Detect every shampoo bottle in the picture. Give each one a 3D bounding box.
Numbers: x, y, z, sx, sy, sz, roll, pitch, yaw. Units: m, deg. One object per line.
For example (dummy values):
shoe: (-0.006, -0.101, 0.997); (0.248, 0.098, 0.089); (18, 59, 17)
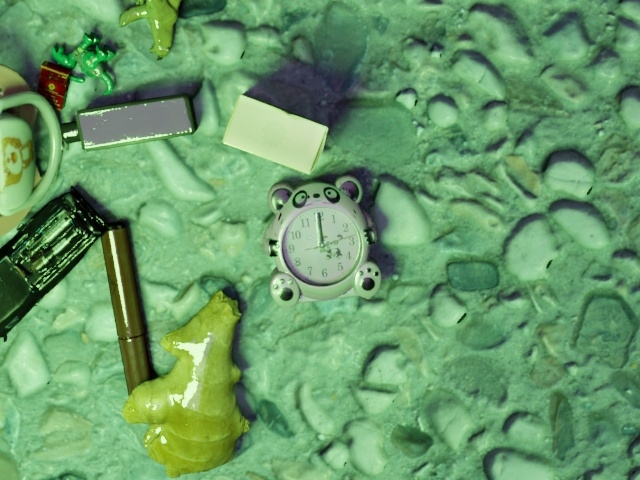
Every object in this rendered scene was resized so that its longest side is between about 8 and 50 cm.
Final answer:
shampoo bottle: (-0.360, -0.221, 1.485); (0.246, 0.080, 0.079); (-9, 101, -2)

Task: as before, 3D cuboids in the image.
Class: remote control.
remote control: (-0.583, 0.072, 1.519); (0.399, 0.062, 0.144); (-43, 85, 8)

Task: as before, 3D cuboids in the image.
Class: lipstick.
lipstick: (-0.385, 0.140, 1.571); (0.057, 0.057, 0.356); (-8, 103, -3)

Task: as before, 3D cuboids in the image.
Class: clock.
clock: (0.000, 0.000, 1.556); (0.228, 0.090, 0.247); (-7, 101, -3)

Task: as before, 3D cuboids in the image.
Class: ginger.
ginger: (-0.267, 0.289, 1.587); (0.236, 0.166, 0.375); (-2, 87, 3)

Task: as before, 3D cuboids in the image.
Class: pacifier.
pacifier: (-0.615, -0.157, 1.407); (0.273, 0.220, 0.332); (3, 114, -5)

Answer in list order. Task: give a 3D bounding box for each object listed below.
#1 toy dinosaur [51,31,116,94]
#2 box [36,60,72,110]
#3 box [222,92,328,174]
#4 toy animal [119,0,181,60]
toy dinosaur: (-0.435, -0.329, 1.475); (0.096, 0.059, 0.132); (-41, 97, 17)
box: (-0.499, -0.288, 1.473); (0.052, 0.023, 0.082); (20, 126, -9)
box: (-0.082, -0.198, 1.444); (0.168, 0.212, 0.095); (18, 99, -7)
toy animal: (-0.290, -0.447, 1.448); (0.101, 0.103, 0.218); (18, 96, -32)
